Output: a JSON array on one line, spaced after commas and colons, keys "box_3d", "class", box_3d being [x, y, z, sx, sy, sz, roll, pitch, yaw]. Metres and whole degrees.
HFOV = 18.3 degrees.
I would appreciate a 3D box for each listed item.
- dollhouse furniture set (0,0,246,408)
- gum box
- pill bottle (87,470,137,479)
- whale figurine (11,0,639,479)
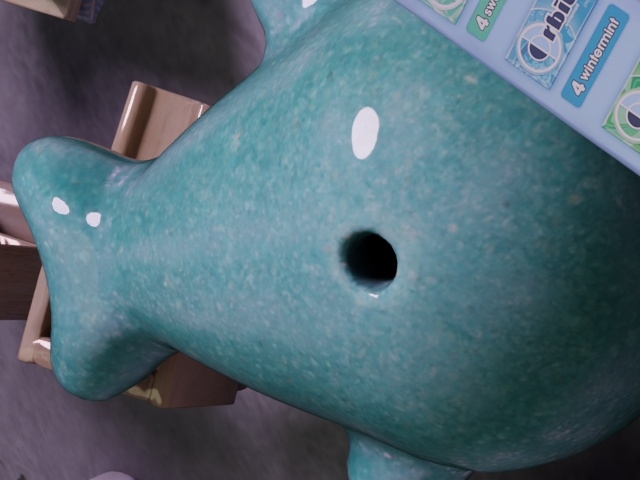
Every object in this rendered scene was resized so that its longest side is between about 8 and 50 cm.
[{"box_3d": [-0.118, -0.111, 0.905, 0.286, 0.198, 0.303, 16, 93, 18], "class": "dollhouse furniture set"}, {"box_3d": [0.093, -0.067, 0.559, 0.184, 0.157, 0.041, 38, 115, 26], "class": "gum box"}, {"box_3d": [-0.180, 0.203, 1.022, 0.124, 0.221, 0.124, 28, 129, 42], "class": "pill bottle"}, {"box_3d": [0.000, 0.000, 0.682, 0.272, 0.141, 0.216, -7, 98, 26], "class": "whale figurine"}]
